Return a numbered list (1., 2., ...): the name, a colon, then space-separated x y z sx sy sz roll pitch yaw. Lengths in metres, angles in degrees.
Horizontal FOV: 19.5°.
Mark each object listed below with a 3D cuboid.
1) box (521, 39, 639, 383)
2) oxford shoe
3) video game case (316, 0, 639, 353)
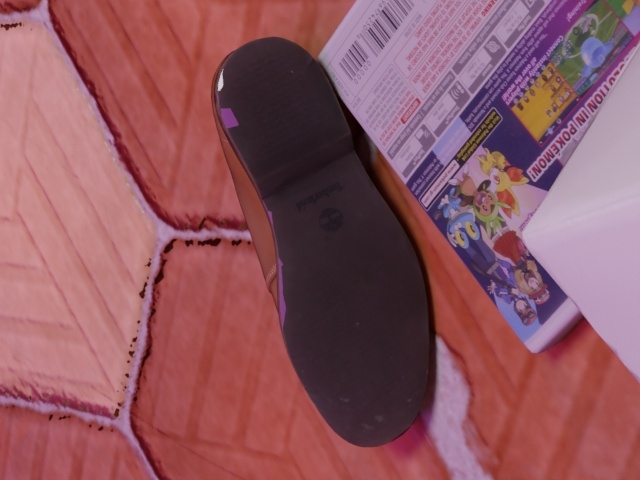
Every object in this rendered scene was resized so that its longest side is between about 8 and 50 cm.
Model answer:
1. box: 0.266 -0.019 0.499 0.215 0.168 0.345 48 142 -18
2. oxford shoe: 0.000 0.000 0.936 0.076 0.076 0.212 -166 58 -77
3. video game case: 0.098 -0.076 0.820 0.183 0.023 0.201 54 136 17
